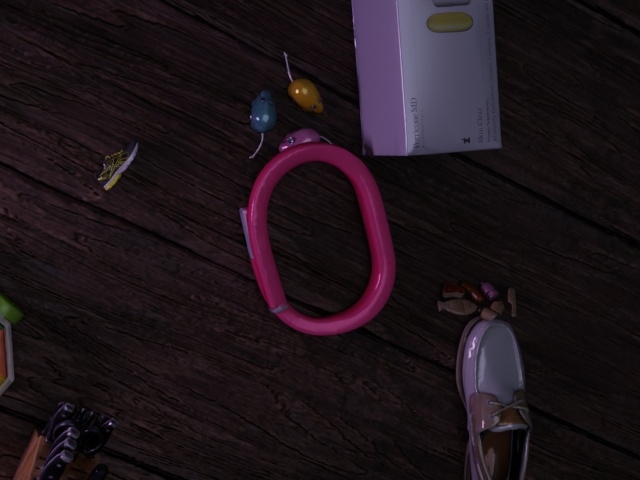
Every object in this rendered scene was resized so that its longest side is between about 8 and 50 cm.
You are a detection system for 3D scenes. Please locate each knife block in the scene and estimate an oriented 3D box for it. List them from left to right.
[{"bbox_3d":[-0.358,0.344,1.589,0.088,0.242,0.276,23,88,-15],"label":"knife block"}]

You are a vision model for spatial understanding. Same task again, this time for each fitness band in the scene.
[{"bbox_3d":[0.000,0.000,1.754,0.209,0.054,0.291,-17,104,-13],"label":"fitness band"}]

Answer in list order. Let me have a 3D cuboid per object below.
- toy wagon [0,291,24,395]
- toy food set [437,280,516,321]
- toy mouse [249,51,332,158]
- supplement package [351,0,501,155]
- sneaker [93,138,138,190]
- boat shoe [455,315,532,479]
[{"bbox_3d":[-0.581,0.119,1.600,0.344,0.068,0.267,43,82,-15],"label":"toy wagon"},{"bbox_3d":[0.238,0.091,1.842,0.122,0.019,0.078,9,47,-4],"label":"toy food set"},{"bbox_3d":[-0.050,-0.169,1.751,0.143,0.031,0.161,-43,104,-9],"label":"toy mouse"},{"bbox_3d":[0.146,-0.255,1.712,0.145,0.204,0.262,-7,96,-15],"label":"supplement package"},{"bbox_3d":[-0.287,-0.111,1.687,0.035,0.031,0.083,35,84,-15],"label":"sneaker"},{"bbox_3d":[0.277,0.267,1.838,0.113,0.103,0.302,-6,95,-16],"label":"boat shoe"}]
